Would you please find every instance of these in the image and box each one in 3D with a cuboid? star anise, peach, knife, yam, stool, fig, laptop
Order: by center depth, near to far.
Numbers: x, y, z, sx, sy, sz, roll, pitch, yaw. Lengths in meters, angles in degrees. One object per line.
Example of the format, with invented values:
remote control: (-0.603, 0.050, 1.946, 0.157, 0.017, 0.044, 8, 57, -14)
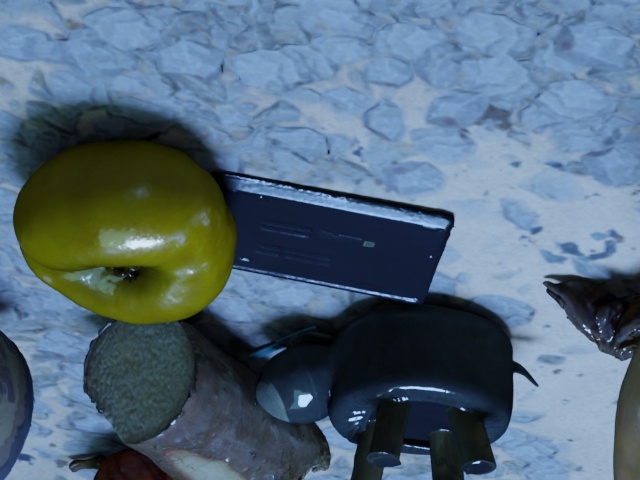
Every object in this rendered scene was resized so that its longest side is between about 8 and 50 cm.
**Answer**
peach: (-0.150, -0.007, 1.494, 0.179, 0.103, 0.179, 9, 150, 5)
laptop: (0.000, 0.000, 1.559, 0.197, 0.016, 0.135, 9, 149, -4)
star anise: (0.252, 0.072, 1.593, 0.124, 0.056, 0.129, 15, 166, 42)
stool: (0.065, 0.145, 1.674, 0.228, 0.139, 0.153, -14, 147, 30)
knife: (-0.033, 0.090, 1.730, 0.014, 0.005, 0.091, 25, 145, -36)
yam: (-0.099, 0.161, 1.754, 0.128, 0.129, 0.238, -20, 144, 23)
fig: (-0.178, 0.265, 1.963, 0.128, 0.128, 0.150, 21, 176, -22)

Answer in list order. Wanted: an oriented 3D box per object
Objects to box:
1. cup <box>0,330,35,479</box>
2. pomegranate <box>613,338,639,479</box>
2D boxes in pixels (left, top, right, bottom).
cup: (-0.416, 0.080, 1.639, 0.301, 0.227, 0.257, 24, 155, 36)
pomegranate: (0.401, 0.122, 1.333, 0.411, 0.411, 0.411, 5, 150, 3)
